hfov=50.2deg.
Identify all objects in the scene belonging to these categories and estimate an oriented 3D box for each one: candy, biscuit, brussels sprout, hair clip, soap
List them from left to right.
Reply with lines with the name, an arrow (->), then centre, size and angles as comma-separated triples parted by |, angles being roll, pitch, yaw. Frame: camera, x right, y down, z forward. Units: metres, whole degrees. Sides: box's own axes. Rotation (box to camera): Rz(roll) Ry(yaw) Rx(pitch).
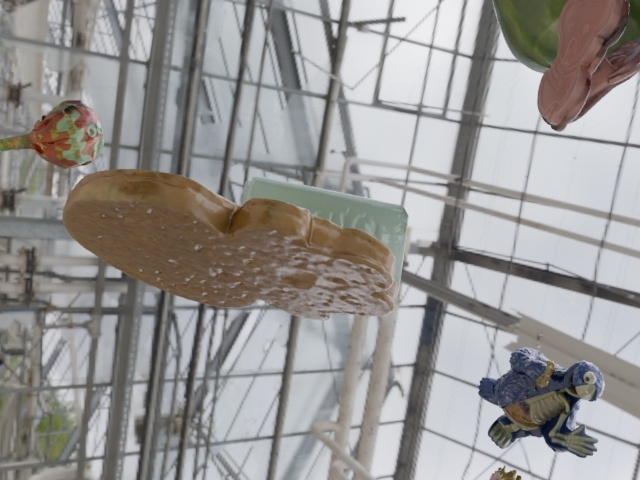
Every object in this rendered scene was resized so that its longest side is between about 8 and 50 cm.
candy -> -0.421, -0.122, 0.870 | 0.078, 0.288, 0.084 | -105, -172, -58
biscuit -> -0.076, 0.007, 0.572 | 0.289, 0.202, 0.044 | 5, -118, 17
soap -> 0.000, 0.000, 0.823 | 0.066, 0.198, 0.118 | 176, -76, -72
hair clip -> 0.294, -0.207, 0.785 | 0.138, 0.102, 0.123 | -41, -161, 12
brussels sprout -> 0.482, -0.422, 1.136 | 0.372, 0.276, 0.314 | -19, -97, 11

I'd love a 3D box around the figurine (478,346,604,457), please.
figurine -> 0.364, 0.249, 1.099 | 0.262, 0.121, 0.164 | -29, -108, 64

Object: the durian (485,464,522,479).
durian -> 0.282, 0.432, 0.976 | 0.341, 0.112, 0.191 | 69, 43, -72
